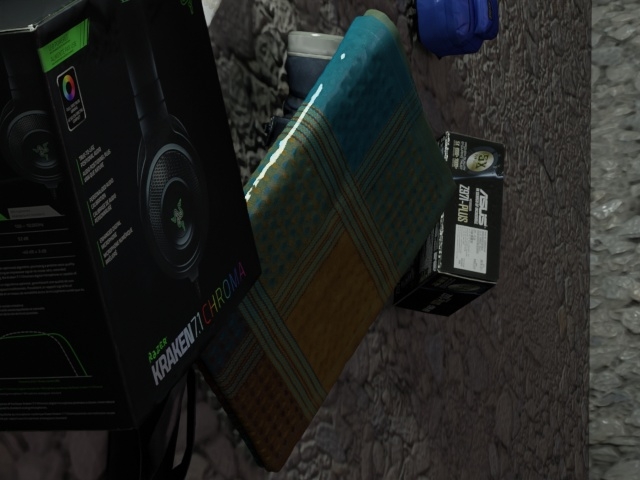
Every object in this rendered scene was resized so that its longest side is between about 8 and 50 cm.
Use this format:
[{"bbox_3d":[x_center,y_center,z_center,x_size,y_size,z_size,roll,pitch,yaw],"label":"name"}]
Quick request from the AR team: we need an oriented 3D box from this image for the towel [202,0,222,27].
[{"bbox_3d":[-0.109,-0.296,1.282,0.285,0.034,0.209,-66,148,-33],"label":"towel"}]

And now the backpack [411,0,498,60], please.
[{"bbox_3d":[0.175,-0.297,2.015,0.120,0.101,0.097,3,78,-66],"label":"backpack"}]

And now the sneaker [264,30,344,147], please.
[{"bbox_3d":[0.002,-0.124,1.557,0.226,0.086,0.163,-23,117,-77],"label":"sneaker"}]

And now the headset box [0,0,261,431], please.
[{"bbox_3d":[-0.162,-0.054,1.027,0.246,0.131,0.283,-52,135,-61],"label":"headset box"}]

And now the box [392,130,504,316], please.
[{"bbox_3d":[0.152,-0.017,1.843,0.147,0.078,0.180,136,-38,-63],"label":"box"}]

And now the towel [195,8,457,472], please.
[{"bbox_3d":[0.000,0.000,1.440,0.370,0.040,0.271,-56,143,-27],"label":"towel"}]

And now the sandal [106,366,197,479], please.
[{"bbox_3d":[-0.125,0.161,1.205,0.097,0.055,0.254,37,53,-64],"label":"sandal"}]
